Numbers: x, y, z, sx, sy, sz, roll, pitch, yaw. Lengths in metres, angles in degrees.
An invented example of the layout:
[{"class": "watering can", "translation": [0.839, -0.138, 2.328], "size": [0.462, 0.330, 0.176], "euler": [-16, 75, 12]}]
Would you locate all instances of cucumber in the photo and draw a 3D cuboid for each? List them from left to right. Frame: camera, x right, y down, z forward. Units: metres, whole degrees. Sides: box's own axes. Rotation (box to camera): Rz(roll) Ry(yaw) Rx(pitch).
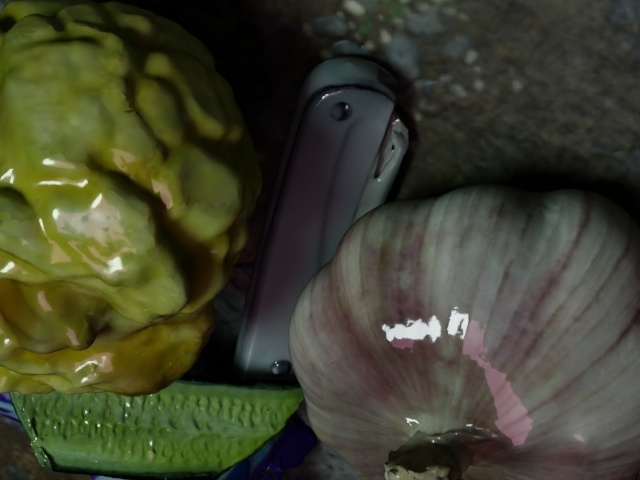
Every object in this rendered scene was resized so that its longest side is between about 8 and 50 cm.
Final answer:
[{"class": "cucumber", "translation": [-0.101, 0.121, 1.074], "size": [0.220, 0.070, 0.046], "euler": [5, 169, -21]}]

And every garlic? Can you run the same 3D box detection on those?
[{"class": "garlic", "translation": [0.087, 0.092, 0.968], "size": [0.245, 0.253, 0.245], "euler": [7, 118, 14]}]

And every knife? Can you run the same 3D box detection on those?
[{"class": "knife", "translation": [-0.003, 0.000, 1.061], "size": [0.073, 0.040, 0.265], "euler": [11, 127, -10]}]

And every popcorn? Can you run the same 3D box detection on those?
[{"class": "popcorn", "translation": [-0.153, -0.027, 0.962], "size": [0.225, 0.249, 0.249], "euler": [8, 133, -29]}]

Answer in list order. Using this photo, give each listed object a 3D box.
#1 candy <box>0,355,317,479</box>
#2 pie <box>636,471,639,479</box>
[{"class": "candy", "translation": [-0.135, 0.112, 1.124], "size": [0.275, 0.145, 0.070], "euler": [40, 158, -10]}, {"class": "pie", "translation": [0.129, 0.211, 1.076], "size": [0.218, 0.185, 0.052], "euler": [-13, 113, 32]}]
